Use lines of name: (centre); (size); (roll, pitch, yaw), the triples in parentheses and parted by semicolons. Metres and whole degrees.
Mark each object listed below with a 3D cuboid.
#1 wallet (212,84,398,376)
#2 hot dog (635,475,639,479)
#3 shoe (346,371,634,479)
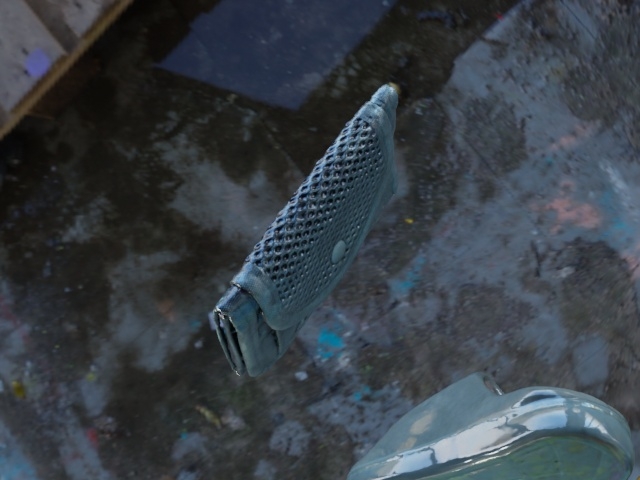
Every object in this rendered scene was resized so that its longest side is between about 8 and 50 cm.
wallet: (0.000, 0.000, 1.265); (0.075, 0.237, 0.342); (30, 69, 17)
hot dog: (0.191, 0.060, 0.357); (0.269, 0.109, 0.072); (-39, 88, -11)
shoe: (0.094, 0.115, 0.589); (0.079, 0.078, 0.195); (38, 140, -16)
